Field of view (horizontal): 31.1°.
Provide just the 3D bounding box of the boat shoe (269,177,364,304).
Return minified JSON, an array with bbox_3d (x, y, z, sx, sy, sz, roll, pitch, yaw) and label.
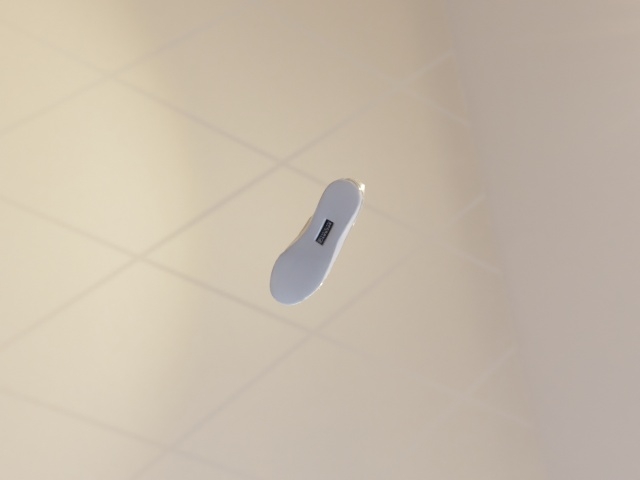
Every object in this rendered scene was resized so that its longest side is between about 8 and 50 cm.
[{"bbox_3d":[0.000,0.000,0.783,0.035,0.035,0.100,31,-74,10],"label":"boat shoe"}]
